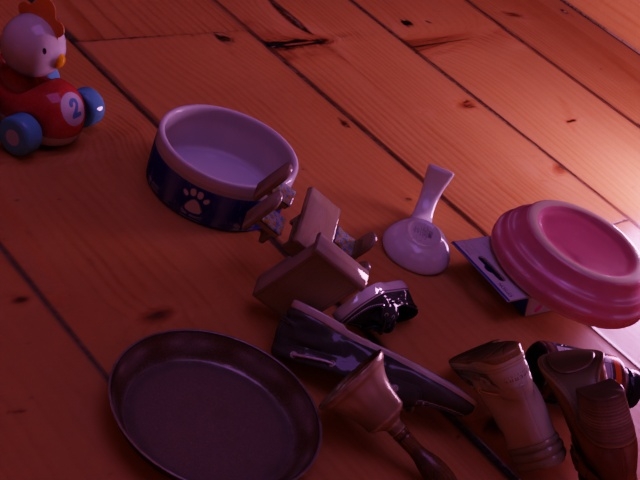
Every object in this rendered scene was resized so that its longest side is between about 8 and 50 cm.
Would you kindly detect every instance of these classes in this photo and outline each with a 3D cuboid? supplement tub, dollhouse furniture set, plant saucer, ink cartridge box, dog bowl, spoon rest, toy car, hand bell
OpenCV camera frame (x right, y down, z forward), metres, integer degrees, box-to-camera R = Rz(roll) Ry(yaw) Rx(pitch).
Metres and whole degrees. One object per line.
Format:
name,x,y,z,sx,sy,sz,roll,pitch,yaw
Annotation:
supplement tub,0.449,0.238,1.912,0.198,0.106,0.106,13,34,-18
dollhouse furniture set,0.000,0.000,1.849,0.212,0.161,0.242,39,40,-22
plant saucer,0.494,0.029,2.151,0.332,0.084,0.332,18,34,-13
plant saucer,-0.150,0.246,1.567,0.311,0.050,0.310,16,34,-11
ink cartridge box,0.423,0.058,2.193,0.371,0.069,0.175,-5,43,-41
dog bowl,-0.180,-0.135,2.045,0.265,0.104,0.265,16,33,-11
spoon rest,0.202,-0.031,2.185,0.137,0.084,0.276,22,46,0
toy car,-0.494,-0.307,1.967,0.210,0.238,0.219,32,34,13
hand bell,0.123,0.290,1.629,0.242,0.126,0.126,48,35,1

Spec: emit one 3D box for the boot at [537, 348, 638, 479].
boot,0.422,0.296,1.727,0.109,0.220,0.283,-13,14,-8

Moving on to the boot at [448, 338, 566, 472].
boot,0.298,0.262,1.774,0.095,0.262,0.203,-25,88,-10

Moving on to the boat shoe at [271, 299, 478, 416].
boat shoe,0.080,0.208,1.750,0.335,0.095,0.112,28,-3,0

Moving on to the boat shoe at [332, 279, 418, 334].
boat shoe,0.100,0.121,1.866,0.076,0.080,0.228,54,22,14
